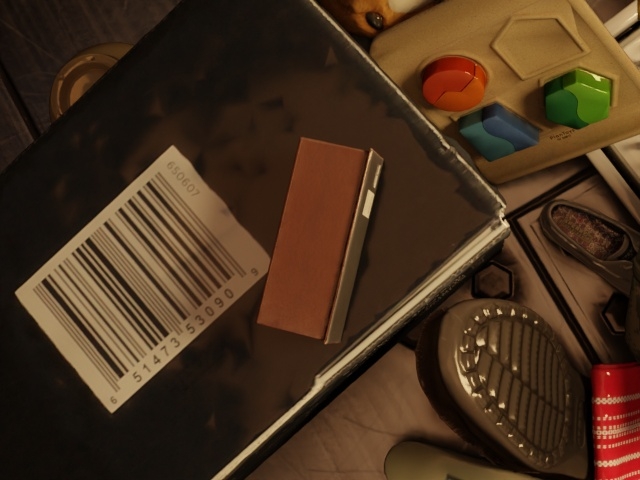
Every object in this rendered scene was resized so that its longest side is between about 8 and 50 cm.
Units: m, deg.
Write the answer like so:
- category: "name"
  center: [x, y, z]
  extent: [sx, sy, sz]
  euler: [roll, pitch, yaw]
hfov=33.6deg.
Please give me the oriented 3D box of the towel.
- category: "towel"
  center: [0.342, 0.250, 1.058]
  extent: [0.031, 0.199, 0.274]
  euler: [-6, 85, 52]

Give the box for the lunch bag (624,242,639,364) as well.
- category: "lunch bag"
  center: [0.445, 0.018, 0.953]
  extent: [0.305, 0.212, 0.256]
  euler: [-6, 118, -12]

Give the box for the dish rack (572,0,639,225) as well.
- category: "dish rack"
  center: [0.437, -0.153, 1.113]
  extent: [0.333, 0.072, 0.285]
  euler: [-36, 82, 5]

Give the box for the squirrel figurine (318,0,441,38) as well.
- category: "squirrel figurine"
  center: [0.144, -0.384, 1.102]
  extent: [0.370, 0.281, 0.397]
  euler: [-36, 41, 30]

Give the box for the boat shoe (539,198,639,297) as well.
- category: "boat shoe"
  center: [0.318, 0.011, 1.126]
  extent: [0.184, 0.063, 0.066]
  euler: [38, 93, 10]

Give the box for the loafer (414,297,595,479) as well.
- category: "loafer"
  center: [0.176, 0.164, 1.012]
  extent: [0.130, 0.366, 0.133]
  euler: [-5, 61, 34]

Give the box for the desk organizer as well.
- category: "desk organizer"
  center: [0.000, 0.000, 0.709]
  extent: [0.050, 0.047, 0.130]
  euler: [13, 89, 13]

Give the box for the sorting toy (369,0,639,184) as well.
- category: "sorting toy"
  center: [0.228, -0.164, 1.017]
  extent: [0.307, 0.229, 0.041]
  euler: [-20, 42, 36]

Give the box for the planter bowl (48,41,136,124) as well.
- category: "planter bowl"
  center: [-0.240, -0.155, 1.207]
  extent: [0.162, 0.109, 0.162]
  euler: [-1, 86, 9]

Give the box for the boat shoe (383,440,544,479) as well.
- category: "boat shoe"
  center: [0.180, 0.268, 1.123]
  extent: [0.228, 0.081, 0.079]
  euler: [20, 91, 18]

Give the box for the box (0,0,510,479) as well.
- category: "box"
  center: [-0.094, 0.050, 0.985]
  extent: [0.480, 0.472, 0.297]
  euler: [-42, 80, 5]
